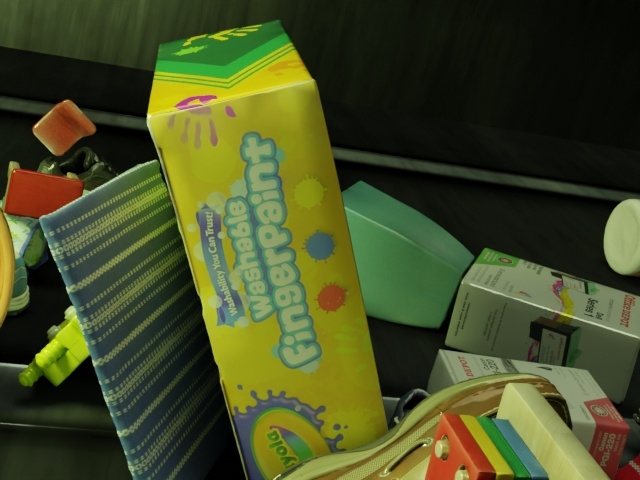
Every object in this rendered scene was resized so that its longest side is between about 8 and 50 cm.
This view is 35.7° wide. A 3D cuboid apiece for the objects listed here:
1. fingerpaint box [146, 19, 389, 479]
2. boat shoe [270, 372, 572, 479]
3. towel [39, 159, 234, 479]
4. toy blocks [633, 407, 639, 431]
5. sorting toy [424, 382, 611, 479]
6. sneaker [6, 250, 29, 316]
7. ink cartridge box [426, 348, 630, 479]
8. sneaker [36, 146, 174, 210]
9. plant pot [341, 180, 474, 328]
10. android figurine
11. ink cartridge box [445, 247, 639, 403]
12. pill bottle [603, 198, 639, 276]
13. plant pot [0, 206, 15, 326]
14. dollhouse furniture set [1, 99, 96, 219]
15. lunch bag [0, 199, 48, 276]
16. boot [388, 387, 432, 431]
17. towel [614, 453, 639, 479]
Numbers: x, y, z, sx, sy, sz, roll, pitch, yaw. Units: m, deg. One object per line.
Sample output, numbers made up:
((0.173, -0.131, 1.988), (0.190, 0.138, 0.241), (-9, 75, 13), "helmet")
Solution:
((-0.052, 0.012, 1.098), (0.163, 0.445, 0.371), (-13, 21, -2), "fingerpaint box")
((0.099, 0.240, 0.945), (0.323, 0.123, 0.120), (-26, 23, -7), "boat shoe")
((-0.176, 0.101, 1.019), (0.040, 0.336, 0.243), (-12, 14, 17), "towel")
((0.617, 0.280, 1.216), (0.260, 0.309, 0.289), (40, 23, -22), "toy blocks")
((0.142, 0.281, 0.770), (0.089, 0.257, 0.255), (6, 20, -15), "sorting toy")
((-0.491, 0.051, 1.306), (0.211, 0.081, 0.080), (0, 24, -29), "sneaker")
((0.256, 0.223, 1.265), (0.217, 0.092, 0.158), (7, 19, -9), "ink cartridge box")
((-0.368, -0.090, 1.706), (0.276, 0.135, 0.097), (0, 20, -34), "sneaker")
((0.117, 0.038, 1.619), (0.234, 0.166, 0.165), (26, 22, 13), "plant pot")
((-0.253, 0.077, 1.193), (0.056, 0.248, 0.273), (47, 49, -4), "android figurine")
((0.359, 0.127, 1.560), (0.278, 0.117, 0.201), (18, 20, 15), "ink cartridge box")
((0.753, 0.006, 2.081), (0.278, 0.162, 0.162), (7, 20, -15), "pill bottle")
((-0.492, 0.023, 1.133), (0.290, 0.291, 0.203), (8, 3, -13), "plant pot")
((-0.248, -0.100, 1.432), (0.374, 0.201, 0.152), (10, 4, -26), "dollhouse furniture set")
((-0.473, -0.003, 1.449), (0.128, 0.096, 0.151), (12, 9, -2), "lunch bag")
((0.085, 0.238, 1.123), (0.069, 0.086, 0.190), (16, 19, 11), "boot")
((0.481, 0.240, 1.143), (0.031, 0.275, 0.199), (42, 8, -22), "towel")
